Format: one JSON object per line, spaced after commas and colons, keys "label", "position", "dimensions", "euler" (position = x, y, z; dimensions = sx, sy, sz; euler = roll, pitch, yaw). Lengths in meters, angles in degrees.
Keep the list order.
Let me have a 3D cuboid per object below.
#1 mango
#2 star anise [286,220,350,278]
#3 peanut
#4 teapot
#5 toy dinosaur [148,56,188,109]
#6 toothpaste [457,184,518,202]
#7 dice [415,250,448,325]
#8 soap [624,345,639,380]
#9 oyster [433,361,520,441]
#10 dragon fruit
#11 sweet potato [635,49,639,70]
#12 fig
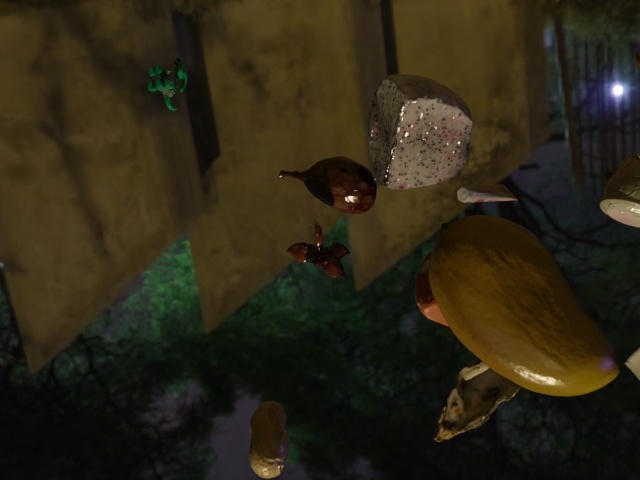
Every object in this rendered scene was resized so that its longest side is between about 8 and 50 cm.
{"label": "mango", "position": [0.293, 0.103, 1.205], "dimensions": [0.195, 0.332, 0.142], "euler": [-28, 160, -9]}
{"label": "star anise", "position": [0.005, 0.004, 1.833], "dimensions": [0.158, 0.144, 0.140], "euler": [5, -160, -5]}
{"label": "peanut", "position": [-0.121, 0.459, 1.843], "dimensions": [0.090, 0.099, 0.214], "euler": [18, -153, -16]}
{"label": "teapot", "position": [0.847, -0.124, 2.029], "dimensions": [0.221, 0.178, 0.163], "euler": [25, 172, -19]}
{"label": "toy dinosaur", "position": [-0.367, -0.386, 1.933], "dimensions": [0.096, 0.132, 0.059], "euler": [-2, -179, -39]}
{"label": "toothpaste", "position": [0.430, -0.122, 2.033], "dimensions": [0.194, 0.043, 0.067], "euler": [-5, -136, -39]}
{"label": "dice", "position": [0.360, 0.113, 2.014], "dimensions": [0.175, 0.179, 0.174], "euler": [23, 148, -22]}
{"label": "soap", "position": [0.843, 0.279, 1.910], "dimensions": [0.063, 0.183, 0.121], "euler": [-7, -132, -41]}
{"label": "oyster", "position": [0.446, 0.432, 2.197], "dimensions": [0.166, 0.341, 0.110], "euler": [35, -177, 15]}
{"label": "dragon fruit", "position": [0.250, -0.289, 1.985], "dimensions": [0.221, 0.283, 0.204], "euler": [-1, -139, -10]}
{"label": "sweet potato", "position": [0.809, -0.345, 1.755], "dimensions": [0.274, 0.067, 0.067], "euler": [40, -140, 24]}
{"label": "fig", "position": [0.022, -0.159, 2.118], "dimensions": [0.274, 0.146, 0.170], "euler": [13, -177, 8]}
